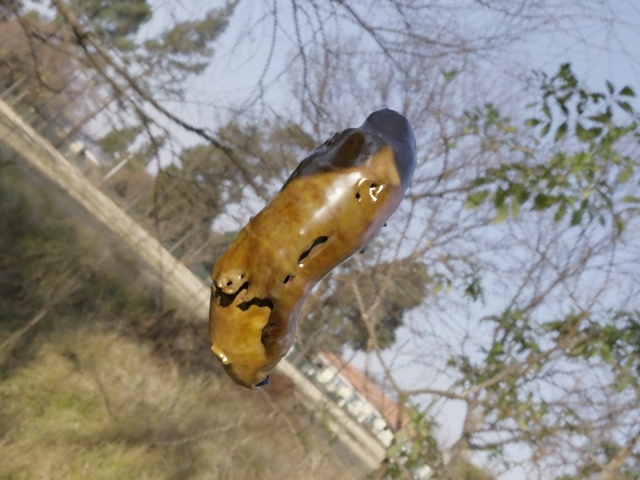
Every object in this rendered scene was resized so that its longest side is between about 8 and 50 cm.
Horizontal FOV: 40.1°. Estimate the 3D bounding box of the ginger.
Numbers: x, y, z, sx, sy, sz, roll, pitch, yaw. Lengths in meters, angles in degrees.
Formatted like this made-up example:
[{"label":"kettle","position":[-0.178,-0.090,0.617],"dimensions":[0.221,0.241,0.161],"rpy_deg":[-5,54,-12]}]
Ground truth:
[{"label":"ginger","position":[-0.008,-0.002,0.826],"dimensions":[0.107,0.309,0.133],"rpy_deg":[36,-1,32]}]
